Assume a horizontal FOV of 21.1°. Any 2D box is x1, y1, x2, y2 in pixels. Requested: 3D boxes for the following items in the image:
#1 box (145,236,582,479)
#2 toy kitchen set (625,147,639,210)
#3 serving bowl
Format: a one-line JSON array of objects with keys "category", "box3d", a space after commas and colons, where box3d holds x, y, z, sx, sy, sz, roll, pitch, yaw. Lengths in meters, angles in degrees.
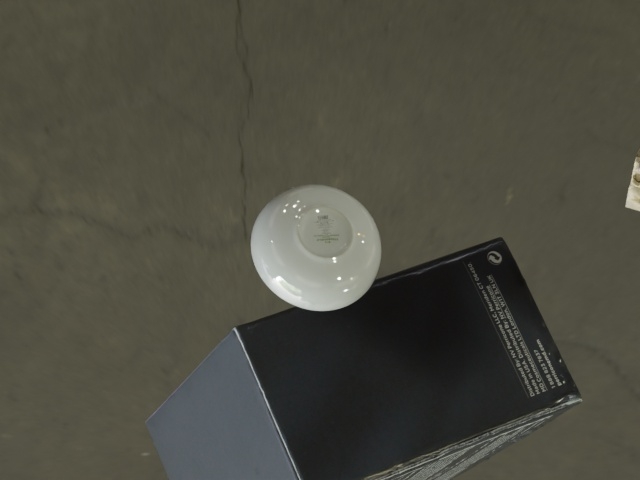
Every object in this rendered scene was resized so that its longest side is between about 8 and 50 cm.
[{"category": "box", "box3d": [0.030, 0.159, 1.613, 0.294, 0.296, 0.182, -19, 76, -28]}, {"category": "toy kitchen set", "box3d": [0.373, -0.050, 1.846, 0.083, 0.075, 0.068, 17, 44, 15]}, {"category": "serving bowl", "box3d": [0.000, 0.000, 1.061, 0.083, 0.027, 0.083, 6, 64, -12]}]
